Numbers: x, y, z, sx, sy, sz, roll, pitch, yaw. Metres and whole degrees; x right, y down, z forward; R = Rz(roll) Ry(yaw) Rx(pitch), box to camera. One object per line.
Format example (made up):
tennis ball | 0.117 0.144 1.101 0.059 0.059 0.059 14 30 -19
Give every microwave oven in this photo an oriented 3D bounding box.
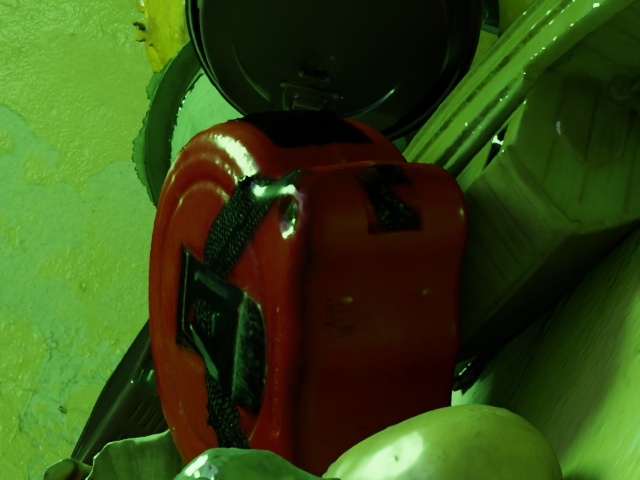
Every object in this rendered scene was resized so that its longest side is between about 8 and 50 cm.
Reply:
microwave oven | -0.123 0.184 1.855 0.188 0.178 0.247 -58 6 24

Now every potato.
potato | 0.054 0.136 0.951 0.147 0.112 0.112 -43 17 48

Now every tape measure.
tape measure | -0.016 0.054 1.143 0.260 0.114 0.253 29 118 59

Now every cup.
cup | 0.025 -0.189 1.369 0.196 0.196 0.280 -58 4 28

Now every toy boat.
toy boat | 0.117 -0.040 1.123 0.445 0.136 0.162 -52 15 53

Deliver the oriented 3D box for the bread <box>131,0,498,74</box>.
bread | 0.024 -0.203 1.769 0.337 0.358 0.204 -58 21 15

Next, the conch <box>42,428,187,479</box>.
conch | -0.075 0.215 1.373 0.210 0.159 0.291 -20 -14 22

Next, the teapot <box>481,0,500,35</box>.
teapot | 0.138 -0.226 1.555 0.149 0.239 0.162 -60 -32 -21

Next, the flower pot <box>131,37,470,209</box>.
flower pot | 0.010 -0.027 1.499 0.290 0.290 0.259 -59 19 18

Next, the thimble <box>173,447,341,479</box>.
thimble | -0.035 0.233 0.774 0.291 0.195 0.291 -61 6 11

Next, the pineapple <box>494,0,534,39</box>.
pineapple | 0.205 -0.246 1.370 0.161 0.158 0.334 31 -129 -59
